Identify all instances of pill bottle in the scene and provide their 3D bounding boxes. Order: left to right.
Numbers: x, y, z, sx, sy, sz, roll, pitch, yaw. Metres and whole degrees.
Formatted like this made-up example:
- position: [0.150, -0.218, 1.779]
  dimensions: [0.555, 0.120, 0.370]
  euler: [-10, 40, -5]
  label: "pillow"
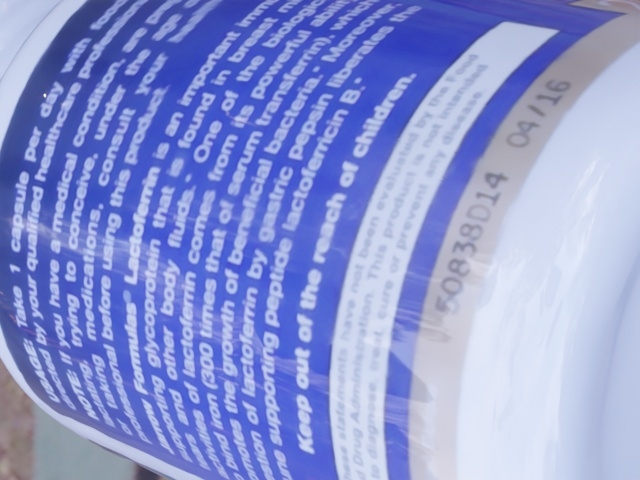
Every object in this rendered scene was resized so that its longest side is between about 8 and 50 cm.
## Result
- position: [0.000, 0.000, 0.470]
  dimensions: [0.265, 0.153, 0.153]
  euler: [17, 116, 42]
  label: "pill bottle"
